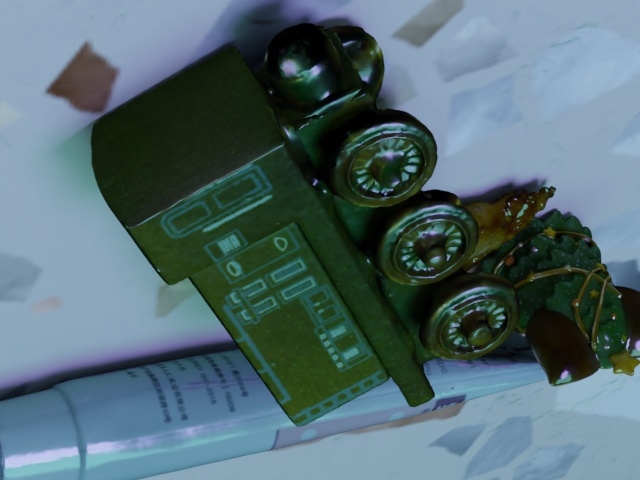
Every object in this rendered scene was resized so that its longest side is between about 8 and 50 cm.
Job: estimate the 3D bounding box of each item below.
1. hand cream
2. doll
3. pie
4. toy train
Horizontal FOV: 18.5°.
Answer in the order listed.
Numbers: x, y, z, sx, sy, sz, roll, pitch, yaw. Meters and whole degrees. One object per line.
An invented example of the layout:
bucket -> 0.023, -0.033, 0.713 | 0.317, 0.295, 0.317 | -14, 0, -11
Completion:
hand cream -> -0.021, 0.079, 1.046 | 0.331, 0.085, 0.058 | -11, 108, -26
doll -> 0.137, 0.028, 1.062 | 0.078, 0.113, 0.076 | -17, 110, -17
pie -> 0.036, 0.012, 1.025 | 0.191, 0.033, 0.088 | -7, 146, -32
toy train -> 0.000, 0.000, 0.902 | 0.137, 0.090, 0.225 | -29, 136, 3
